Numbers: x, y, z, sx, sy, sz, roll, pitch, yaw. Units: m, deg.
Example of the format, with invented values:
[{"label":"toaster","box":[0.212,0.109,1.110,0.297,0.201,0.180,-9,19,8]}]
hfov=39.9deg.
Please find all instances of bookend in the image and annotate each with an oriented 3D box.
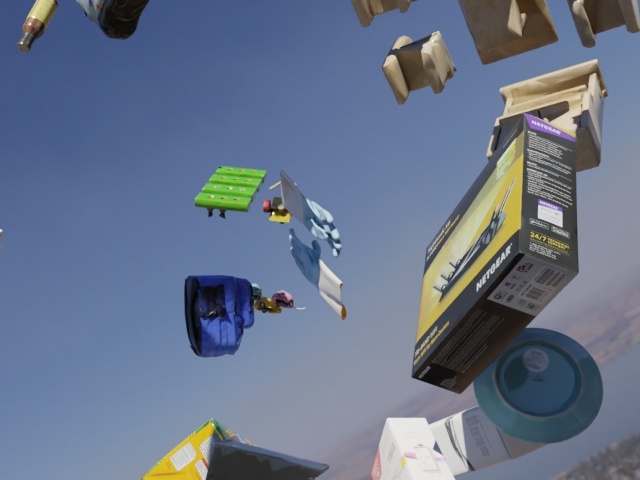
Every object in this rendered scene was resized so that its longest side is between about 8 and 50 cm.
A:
[{"label":"bookend","box":[-0.084,0.372,1.223,0.157,0.156,0.072,11,-6,12]}]

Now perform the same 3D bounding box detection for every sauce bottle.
[{"label":"sauce bottle","box":[-0.542,-0.413,1.682,0.042,0.042,0.128,126,164,-61]}]

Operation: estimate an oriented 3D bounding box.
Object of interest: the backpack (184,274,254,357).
[{"label":"backpack","box":[-0.148,0.111,1.296,0.101,0.120,0.098,0,-2,-12]}]

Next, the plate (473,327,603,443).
[{"label":"plate","box":[0.318,0.205,1.291,0.188,0.188,0.024,-29,-33,-11]}]

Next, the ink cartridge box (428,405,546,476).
[{"label":"ink cartridge box","box":[0.286,0.336,1.529,0.172,0.100,0.237,-10,-17,-39]}]

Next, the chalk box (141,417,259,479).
[{"label":"chalk box","box":[-0.173,0.501,1.709,0.179,0.180,0.289,-40,-34,0]}]

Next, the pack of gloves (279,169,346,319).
[{"label":"pack of gloves","box":[0.000,0.000,1.583,0.046,0.232,0.195,-17,-55,-21]}]

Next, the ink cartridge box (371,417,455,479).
[{"label":"ink cartridge box","box":[0.139,0.361,1.262,0.067,0.198,0.115,4,-62,-16]}]

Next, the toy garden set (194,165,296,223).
[{"label":"toy garden set","box":[-0.139,-0.092,1.862,0.203,0.049,0.244,6,21,4]}]

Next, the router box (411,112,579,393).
[{"label":"router box","box":[0.227,0.024,1.172,0.309,0.081,0.243,119,168,-48]}]

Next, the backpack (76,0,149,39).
[{"label":"backpack","box":[-0.438,-0.521,1.806,0.115,0.182,0.152,-5,-39,-52]}]

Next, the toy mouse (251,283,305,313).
[{"label":"toy mouse","box":[-0.115,0.120,1.914,0.161,0.031,0.143,6,-25,13]}]

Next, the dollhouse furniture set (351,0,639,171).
[{"label":"dollhouse furniture set","box":[0.300,-0.320,1.348,0.362,0.394,0.256,-14,28,27]}]

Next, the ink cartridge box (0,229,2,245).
[{"label":"ink cartridge box","box":[-0.717,0.031,1.822,0.181,0.061,0.104,-59,-9,-55]}]
